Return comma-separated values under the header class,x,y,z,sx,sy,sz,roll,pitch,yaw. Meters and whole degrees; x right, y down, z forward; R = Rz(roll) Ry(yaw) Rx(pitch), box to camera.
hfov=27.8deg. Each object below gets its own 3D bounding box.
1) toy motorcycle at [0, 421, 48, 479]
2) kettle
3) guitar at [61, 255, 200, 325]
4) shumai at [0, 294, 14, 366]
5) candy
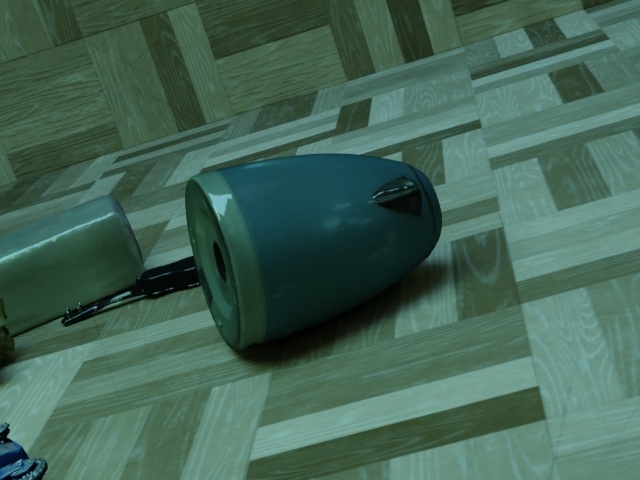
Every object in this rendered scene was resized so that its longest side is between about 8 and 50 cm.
class,x,y,z,sx,sy,sz,roll,pitch,yaw
toy motorcycle,-0.405,0.286,1.571,0.114,0.076,0.205,-35,21,-26
kettle,0.000,0.000,1.837,0.342,0.247,0.319,-15,-12,-17
guitar,-0.317,0.084,2.199,0.271,0.038,0.084,-18,14,0
shumai,-0.560,0.165,2.058,0.209,0.161,0.153,-35,-15,25
candy,-0.497,0.050,2.318,0.359,0.145,0.208,-23,16,-13
